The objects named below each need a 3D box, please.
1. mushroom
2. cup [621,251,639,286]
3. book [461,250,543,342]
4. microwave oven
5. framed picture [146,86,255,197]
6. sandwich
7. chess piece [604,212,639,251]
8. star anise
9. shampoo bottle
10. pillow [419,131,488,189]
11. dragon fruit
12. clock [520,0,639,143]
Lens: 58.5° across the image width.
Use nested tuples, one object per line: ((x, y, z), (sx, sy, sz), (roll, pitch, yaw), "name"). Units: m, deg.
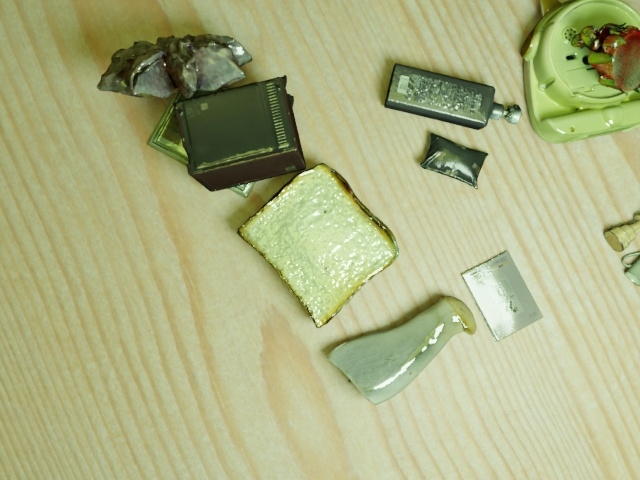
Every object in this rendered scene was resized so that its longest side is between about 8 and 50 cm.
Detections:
((0.192, 0.233, 1.289), (0.329, 0.122, 0.159), (-35, 99, -1), "mushroom")
((0.750, 0.058, 1.330), (0.083, 0.075, 0.054), (-48, 126, -3), "cup")
((0.426, 0.131, 1.341), (0.127, 0.014, 0.181), (-28, 90, 0), "book")
((-0.166, -0.225, 1.244), (0.248, 0.188, 0.178), (-13, 84, 4), "microwave oven")
((-0.241, -0.255, 1.342), (0.274, 0.017, 0.217), (27, 89, 0), "framed picture")
((0.000, 0.000, 1.302), (0.271, 0.099, 0.301), (-41, 87, -5), "sandwich")
((0.748, -0.041, 1.324), (0.172, 0.060, 0.060), (-31, 90, -3), "chess piece")
((-0.303, -0.372, 1.207), (0.332, 0.331, 0.117), (-3, 123, 0), "star anise")
((0.308, -0.320, 1.315), (0.310, 0.071, 0.098), (13, 89, 0), "shampoo bottle")
((0.309, -0.185, 1.326), (0.150, 0.048, 0.090), (19, 98, -4), "pillow")
((0.612, -0.389, 1.183), (0.138, 0.142, 0.175), (-28, 57, -25), "dragon fruit")
((0.607, -0.408, 1.293), (0.286, 0.117, 0.348), (-12, 90, -1), "clock")
